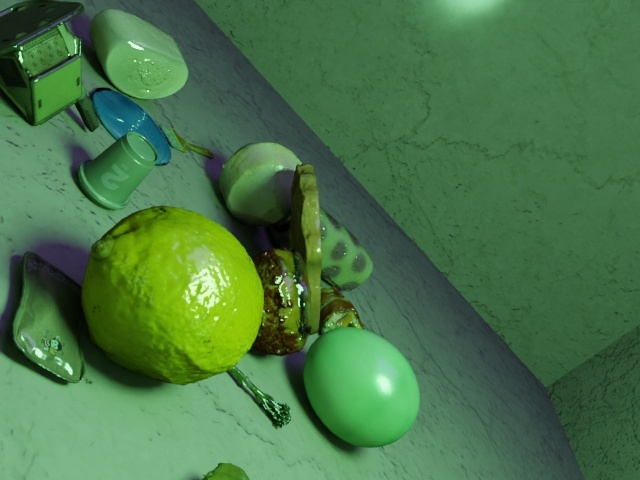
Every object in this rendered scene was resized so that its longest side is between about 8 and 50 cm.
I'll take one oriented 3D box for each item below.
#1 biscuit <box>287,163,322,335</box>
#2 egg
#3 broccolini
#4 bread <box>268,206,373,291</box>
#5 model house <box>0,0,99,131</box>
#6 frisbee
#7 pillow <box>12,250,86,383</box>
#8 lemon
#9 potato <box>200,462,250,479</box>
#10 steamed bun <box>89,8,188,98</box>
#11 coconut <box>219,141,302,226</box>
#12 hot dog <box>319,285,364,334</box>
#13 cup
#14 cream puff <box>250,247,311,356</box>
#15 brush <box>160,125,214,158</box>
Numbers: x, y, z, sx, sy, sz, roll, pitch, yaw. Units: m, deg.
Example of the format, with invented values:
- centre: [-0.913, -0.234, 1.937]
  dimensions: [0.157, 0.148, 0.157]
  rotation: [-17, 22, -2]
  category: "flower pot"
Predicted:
- centre: [-0.043, 0.023, 1.726]
  dimensions: [0.385, 0.062, 0.365]
  rotation: [-98, -170, -54]
  category: "biscuit"
- centre: [0.084, 0.307, 1.533]
  dimensions: [0.270, 0.220, 0.220]
  rotation: [45, 14, 16]
  category: "egg"
- centre: [-0.138, 0.273, 1.363]
  dimensions: [0.218, 0.042, 0.044]
  rotation: [42, -10, -11]
  category: "broccolini"
- centre: [0.000, 0.000, 2.102]
  dimensions: [0.338, 0.155, 0.187]
  rotation: [35, 17, -41]
  category: "bread"
- centre: [-0.540, -0.299, 1.417]
  dimensions: [0.205, 0.218, 0.278]
  rotation: [16, -45, 35]
  category: "model house"
- centre: [-0.443, -0.282, 1.747]
  dimensions: [0.242, 0.045, 0.242]
  rotation: [46, 15, -16]
  category: "frisbee"
- centre: [-0.388, 0.106, 1.047]
  dimensions: [0.130, 0.033, 0.217]
  rotation: [46, 15, -34]
  category: "pillow"
- centre: [-0.226, 0.085, 1.117]
  dimensions: [0.268, 0.268, 0.322]
  rotation: [60, 12, 29]
  category: "lemon"
- centre: [-0.133, 0.396, 0.989]
  dimensions: [0.117, 0.090, 0.225]
  rotation: [43, 19, -23]
  category: "potato"
- centre: [-0.477, -0.476, 1.883]
  dimensions: [0.250, 0.155, 0.200]
  rotation: [18, 33, -51]
  category: "steamed bun"
- centre: [-0.151, -0.145, 1.913]
  dimensions: [0.197, 0.237, 0.237]
  rotation: [34, 23, -41]
  category: "coconut"
- centre: [0.051, 0.196, 1.900]
  dimensions: [0.146, 0.103, 0.213]
  rotation: [36, 20, -38]
  category: "hot dog"
- centre: [-0.385, -0.137, 1.405]
  dimensions: [0.120, 0.141, 0.120]
  rotation: [46, 18, -20]
  category: "cup"
- centre: [-0.100, 0.125, 1.498]
  dimensions: [0.164, 0.240, 0.240]
  rotation: [5, 33, -14]
  category: "cream puff"
- centre: [-0.355, -0.258, 1.984]
  dimensions: [0.082, 0.010, 0.218]
  rotation: [57, 17, 22]
  category: "brush"
